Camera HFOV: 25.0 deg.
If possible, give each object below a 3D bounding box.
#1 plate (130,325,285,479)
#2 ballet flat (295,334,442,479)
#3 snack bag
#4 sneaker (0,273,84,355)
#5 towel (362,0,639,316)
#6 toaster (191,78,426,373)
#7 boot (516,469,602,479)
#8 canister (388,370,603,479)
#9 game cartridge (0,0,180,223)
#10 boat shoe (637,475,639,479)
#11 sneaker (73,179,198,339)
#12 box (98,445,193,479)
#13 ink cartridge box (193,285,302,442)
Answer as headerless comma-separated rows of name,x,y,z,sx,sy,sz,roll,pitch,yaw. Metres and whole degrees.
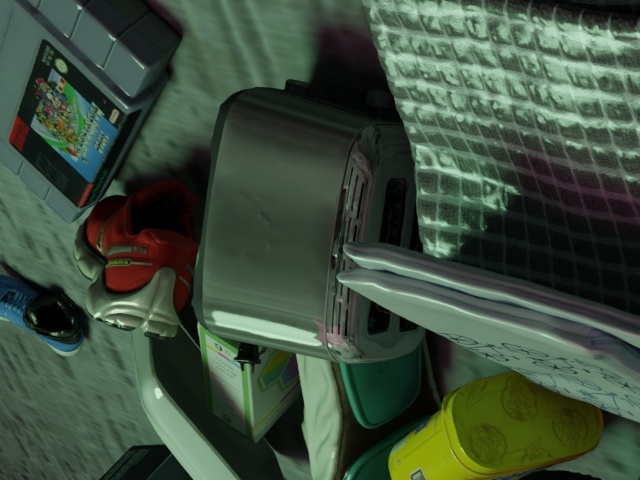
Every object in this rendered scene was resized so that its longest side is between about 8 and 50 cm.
plate,-0.113,0.191,1.450,0.278,0.045,0.277,56,-177,-22
ballet flat,0.034,0.141,1.287,0.139,0.139,0.400,25,142,30
snack bag,0.221,0.091,0.886,0.343,0.037,0.323,15,171,33
sneaker,-0.348,0.077,1.722,0.152,0.058,0.084,35,156,6
towel,0.159,-0.067,0.835,0.284,0.121,0.235,14,139,42
toaster,0.000,0.000,1.048,0.146,0.129,0.227,12,96,36
boot,0.221,0.278,1.189,0.246,0.094,0.207,21,152,-13
canister,0.136,0.165,1.171,0.170,0.126,0.073,126,133,-63
game cartridge,-0.260,-0.158,1.307,0.230,0.068,0.355,47,151,2
boat shoe,0.362,0.274,1.035,0.324,0.123,0.116,33,152,21
sneaker,-0.151,-0.002,1.301,0.107,0.118,0.279,20,-169,-19
box,-0.195,0.350,1.860,0.156,0.093,0.158,52,151,-14
ink cartridge box,-0.053,0.082,1.309,0.062,0.109,0.209,30,148,22
